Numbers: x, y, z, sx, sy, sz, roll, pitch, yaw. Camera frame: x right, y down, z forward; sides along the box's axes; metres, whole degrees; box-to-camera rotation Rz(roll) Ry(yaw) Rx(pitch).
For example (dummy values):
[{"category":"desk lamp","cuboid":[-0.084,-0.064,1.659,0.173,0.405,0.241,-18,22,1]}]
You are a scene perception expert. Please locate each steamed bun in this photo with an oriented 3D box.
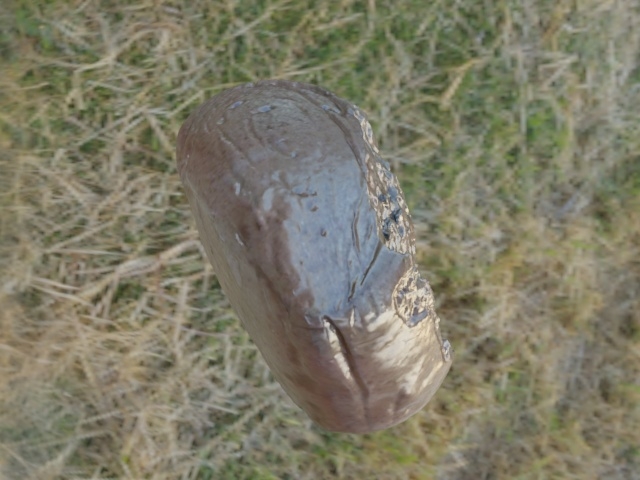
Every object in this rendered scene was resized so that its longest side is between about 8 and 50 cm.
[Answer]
[{"category":"steamed bun","cuboid":[0.000,0.000,0.618,0.106,0.175,0.145,-25,139,-7]}]
